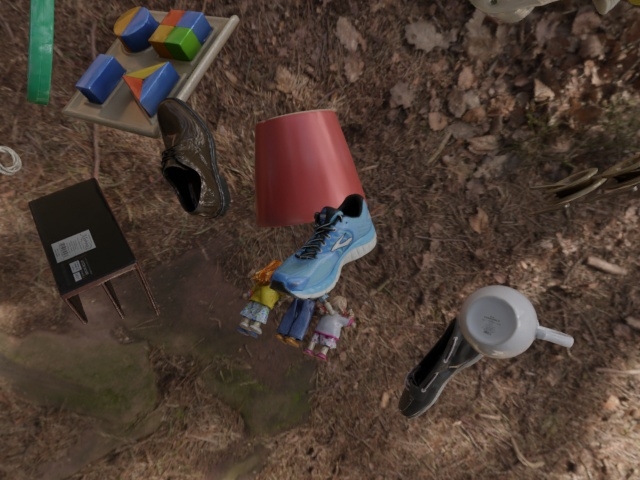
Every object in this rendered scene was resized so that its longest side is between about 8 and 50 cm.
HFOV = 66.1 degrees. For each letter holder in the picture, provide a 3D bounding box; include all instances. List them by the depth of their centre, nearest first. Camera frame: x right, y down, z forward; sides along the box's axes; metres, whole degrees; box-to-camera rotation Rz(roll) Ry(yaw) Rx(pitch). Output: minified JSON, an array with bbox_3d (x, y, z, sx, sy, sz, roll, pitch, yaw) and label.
[{"bbox_3d":[-0.499,0.047,1.100,0.152,0.214,0.302,-26,53,-20],"label":"letter holder"}]

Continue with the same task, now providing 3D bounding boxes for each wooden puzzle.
[{"bbox_3d":[-0.381,-0.383,1.049,0.348,0.080,0.322,16,70,30],"label":"wooden puzzle"}]

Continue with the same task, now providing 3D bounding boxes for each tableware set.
[{"bbox_3d":[0.381,-0.092,0.670,0.128,0.194,0.039,-29,91,-16],"label":"tableware set"}]

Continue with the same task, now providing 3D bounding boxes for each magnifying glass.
[{"bbox_3d":[-0.273,-0.251,0.481,0.026,0.092,0.231,4,97,-32],"label":"magnifying glass"}]

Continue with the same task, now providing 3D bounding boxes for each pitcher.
[{"bbox_3d":[0.347,0.151,0.868,0.177,0.207,0.125,12,86,31],"label":"pitcher"}]

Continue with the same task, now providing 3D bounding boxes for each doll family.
[{"bbox_3d":[-0.060,0.123,0.988,0.263,0.118,0.163,13,64,24],"label":"doll family"}]

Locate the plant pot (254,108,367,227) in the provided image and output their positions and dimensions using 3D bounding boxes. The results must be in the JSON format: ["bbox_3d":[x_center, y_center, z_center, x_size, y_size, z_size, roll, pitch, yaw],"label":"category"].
[{"bbox_3d":[-0.041,-0.174,1.182,0.275,0.275,0.243,-11,98,-4],"label":"plant pot"}]

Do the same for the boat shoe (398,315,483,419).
[{"bbox_3d":[0.274,0.307,1.201,0.095,0.112,0.335,31,119,-7],"label":"boat shoe"}]

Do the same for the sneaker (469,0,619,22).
[{"bbox_3d":[0.106,-0.225,0.348,0.305,0.152,0.114,6,58,-2],"label":"sneaker"}]

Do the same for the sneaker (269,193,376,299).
[{"bbox_3d":[0.000,0.000,0.518,0.063,0.162,0.073,13,127,32],"label":"sneaker"}]

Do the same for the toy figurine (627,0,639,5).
[{"bbox_3d":[0.377,-0.316,0.417,0.213,0.209,0.148,-1,62,-8],"label":"toy figurine"}]

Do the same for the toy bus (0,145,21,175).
[{"bbox_3d":[-0.551,-0.133,0.653,0.191,0.104,0.202,-35,96,-46],"label":"toy bus"}]

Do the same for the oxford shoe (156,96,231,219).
[{"bbox_3d":[-0.228,-0.144,0.826,0.083,0.096,0.227,-29,81,23],"label":"oxford shoe"}]
